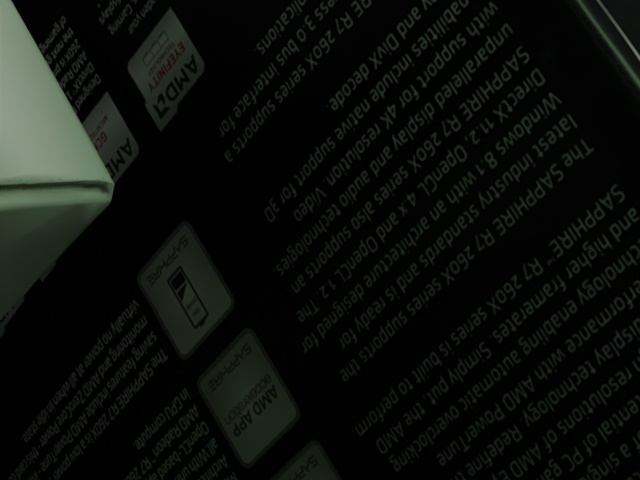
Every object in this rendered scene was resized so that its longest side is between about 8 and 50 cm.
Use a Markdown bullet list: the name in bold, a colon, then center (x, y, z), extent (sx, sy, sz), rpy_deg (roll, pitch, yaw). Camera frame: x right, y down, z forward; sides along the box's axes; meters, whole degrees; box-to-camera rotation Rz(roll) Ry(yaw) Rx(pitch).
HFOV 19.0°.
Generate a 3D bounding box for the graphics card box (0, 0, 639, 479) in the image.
- **graphics card box**: center (0.000, 0.000, 0.440), extent (0.094, 0.233, 0.371), rpy_deg (-12, 62, -46)

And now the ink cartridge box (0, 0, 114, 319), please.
- **ink cartridge box**: center (-0.153, -0.044, 0.402), extent (0.086, 0.148, 0.203), rpy_deg (-6, 59, -51)
